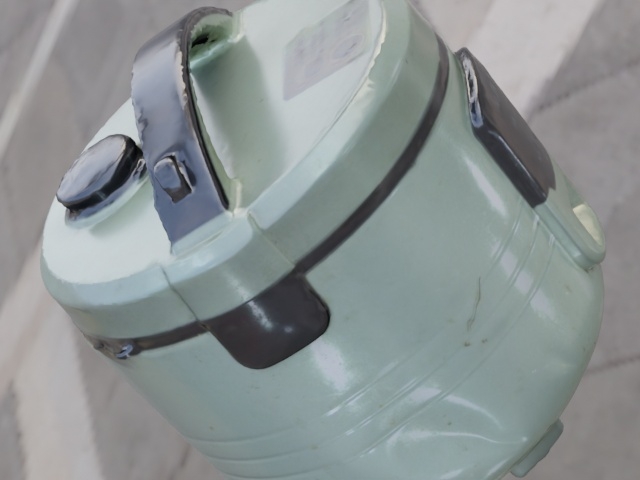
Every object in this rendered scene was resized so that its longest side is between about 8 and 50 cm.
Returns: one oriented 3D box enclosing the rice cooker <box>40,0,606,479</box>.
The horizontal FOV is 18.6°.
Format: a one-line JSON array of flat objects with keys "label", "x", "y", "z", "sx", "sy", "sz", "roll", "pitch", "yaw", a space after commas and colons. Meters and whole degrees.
[{"label": "rice cooker", "x": 0.000, "y": 0.000, "z": 0.908, "sx": 0.226, "sy": 0.244, "sz": 0.226, "roll": -34, "pitch": 27, "yaw": 20}]
